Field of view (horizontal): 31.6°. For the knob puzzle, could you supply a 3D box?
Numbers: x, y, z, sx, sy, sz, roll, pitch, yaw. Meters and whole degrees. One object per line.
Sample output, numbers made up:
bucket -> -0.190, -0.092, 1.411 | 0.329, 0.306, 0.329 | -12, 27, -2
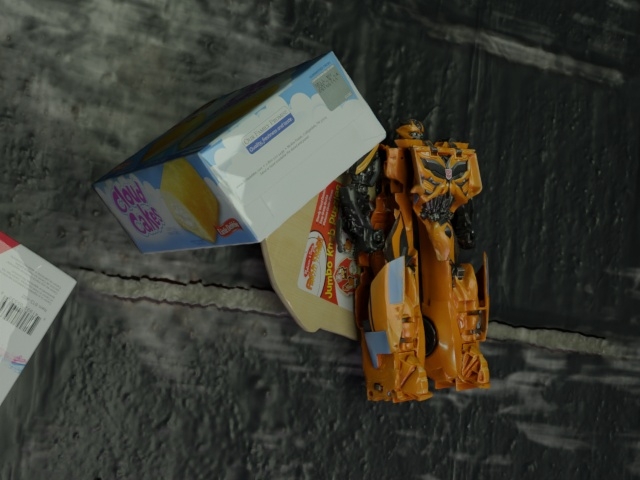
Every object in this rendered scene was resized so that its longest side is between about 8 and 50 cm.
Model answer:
knob puzzle -> 0.000, 0.000, 1.159 | 0.213, 0.030, 0.213 | 1, 88, -45

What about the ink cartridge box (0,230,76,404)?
ink cartridge box -> -0.315, 0.075, 0.968 | 0.127, 0.072, 0.175 | 37, 71, -23

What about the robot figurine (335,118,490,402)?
robot figurine -> 0.110, 0.016, 1.185 | 0.211, 0.085, 0.291 | -3, 90, -46

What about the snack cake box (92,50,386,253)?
snack cake box -> -0.080, -0.069, 0.997 | 0.152, 0.264, 0.089 | -42, 106, -25
